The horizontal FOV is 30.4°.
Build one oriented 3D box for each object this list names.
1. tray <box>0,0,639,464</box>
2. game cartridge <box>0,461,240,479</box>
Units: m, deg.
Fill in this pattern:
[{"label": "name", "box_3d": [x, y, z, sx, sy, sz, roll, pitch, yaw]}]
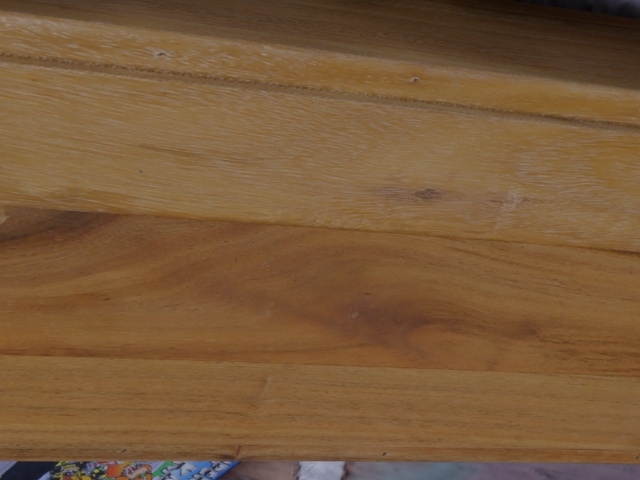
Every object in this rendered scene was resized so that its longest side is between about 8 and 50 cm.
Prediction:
[{"label": "tray", "box_3d": [0.000, 0.000, 0.483, 0.411, 0.076, 0.203, 4, 126, -18]}, {"label": "game cartridge", "box_3d": [-0.151, 0.076, 0.595, 0.355, 0.068, 0.230, -40, 123, 22]}]
